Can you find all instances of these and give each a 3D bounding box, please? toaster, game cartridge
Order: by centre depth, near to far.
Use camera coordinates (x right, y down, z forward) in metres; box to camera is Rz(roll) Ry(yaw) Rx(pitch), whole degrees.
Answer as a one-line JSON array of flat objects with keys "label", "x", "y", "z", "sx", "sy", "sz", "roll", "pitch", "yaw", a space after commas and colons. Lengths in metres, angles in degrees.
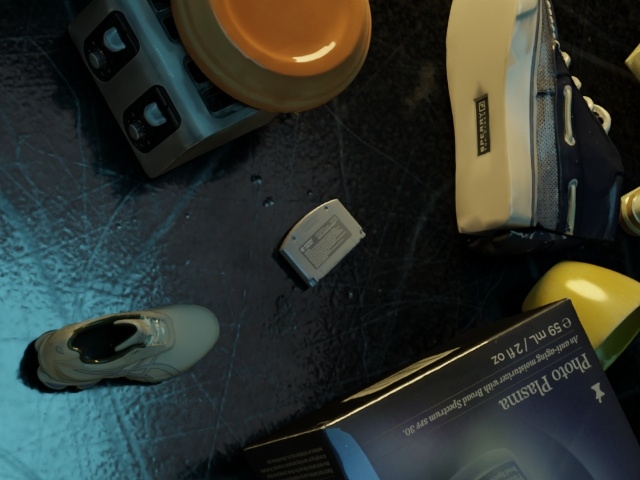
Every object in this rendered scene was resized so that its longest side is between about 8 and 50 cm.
[{"label": "toaster", "x": -0.112, "y": -0.171, "z": 1.418, "sx": 0.185, "sy": 0.110, "sz": 0.168, "roll": -28, "pitch": 90, "yaw": -30}, {"label": "game cartridge", "x": 0.000, "y": 0.000, "z": 1.480, "sx": 0.083, "sy": 0.017, "sz": 0.056, "roll": -43, "pitch": 100, "yaw": -29}]

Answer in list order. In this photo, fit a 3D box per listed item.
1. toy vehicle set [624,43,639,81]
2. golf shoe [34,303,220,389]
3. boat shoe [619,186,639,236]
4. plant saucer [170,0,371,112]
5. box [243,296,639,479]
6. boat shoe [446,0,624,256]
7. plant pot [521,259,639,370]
[{"label": "toy vehicle set", "x": 0.452, "y": -0.129, "z": 1.681, "sx": 0.267, "sy": 0.035, "sz": 0.166, "roll": 51, "pitch": 36, "yaw": -2}, {"label": "golf shoe", "x": -0.158, "y": 0.090, "z": 1.337, "sx": 0.176, "sy": 0.086, "sz": 0.069, "roll": -13, "pitch": 80, "yaw": -30}, {"label": "boat shoe", "x": 0.410, "y": -0.059, "z": 1.665, "sx": 0.190, "sy": 0.072, "sz": 0.068, "roll": -31, "pitch": 89, "yaw": -30}, {"label": "plant saucer", "x": -0.038, "y": -0.215, "z": 1.382, "sx": 0.200, "sy": 0.037, "sz": 0.200, "roll": 9, "pitch": 71, "yaw": -26}, {"label": "box", "x": 0.141, "y": 0.250, "z": 1.387, "sx": 0.296, "sy": 0.182, "sz": 0.294, "roll": -25, "pitch": 89, "yaw": -29}, {"label": "boat shoe", "x": 0.227, "y": -0.144, "z": 1.583, "sx": 0.158, "sy": 0.127, "sz": 0.341, "roll": 8, "pitch": 80, "yaw": -31}, {"label": "plant pot", "x": 0.259, "y": 0.075, "z": 1.534, "sx": 0.095, "sy": 0.134, "sz": 0.134, "roll": 42, "pitch": 59, "yaw": 19}]
